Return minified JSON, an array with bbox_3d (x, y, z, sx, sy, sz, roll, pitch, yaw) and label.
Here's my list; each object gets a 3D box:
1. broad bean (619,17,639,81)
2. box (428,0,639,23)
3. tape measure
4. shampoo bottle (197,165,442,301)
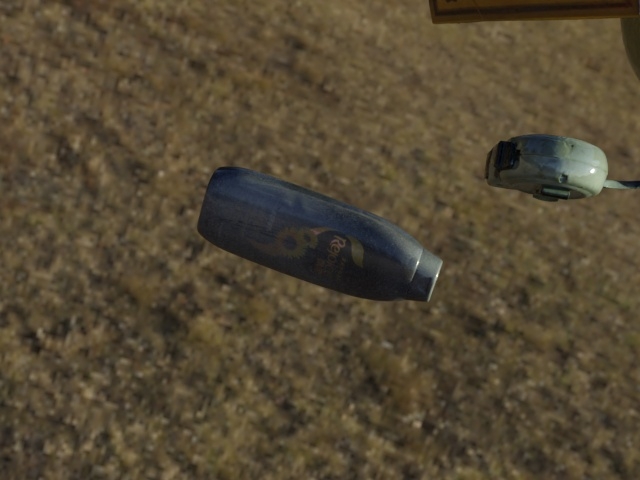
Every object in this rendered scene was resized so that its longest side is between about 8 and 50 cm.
[{"bbox_3d":[0.419,-0.263,1.582,0.121,0.189,0.263,14,33,1],"label":"broad bean"},{"bbox_3d":[0.272,-0.272,1.340,0.192,0.084,0.301,-14,14,-32],"label":"box"},{"bbox_3d":[0.395,-0.084,1.818,0.330,0.084,0.164,9,0,2],"label":"tape measure"},{"bbox_3d":[0.000,0.000,1.273,0.233,0.087,0.049,20,25,6],"label":"shampoo bottle"}]
